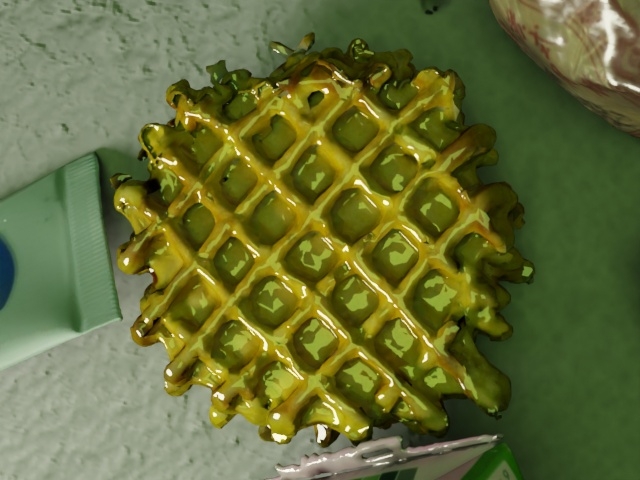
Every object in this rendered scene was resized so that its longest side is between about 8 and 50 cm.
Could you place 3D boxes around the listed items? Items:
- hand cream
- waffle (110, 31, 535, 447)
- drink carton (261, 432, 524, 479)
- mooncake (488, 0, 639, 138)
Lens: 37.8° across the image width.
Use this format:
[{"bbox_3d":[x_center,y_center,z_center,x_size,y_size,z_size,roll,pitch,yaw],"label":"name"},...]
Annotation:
[{"bbox_3d":[-0.248,0.062,0.498,0.321,0.067,0.109,-24,53,9],"label":"hand cream"},{"bbox_3d":[0.000,0.000,0.448,0.193,0.070,0.197,-13,87,11],"label":"waffle"},{"bbox_3d":[0.042,0.227,0.385,0.161,0.108,0.271,-23,93,40],"label":"drink carton"},{"bbox_3d":[0.121,-0.097,0.391,0.130,0.125,0.073,46,104,10],"label":"mooncake"}]
